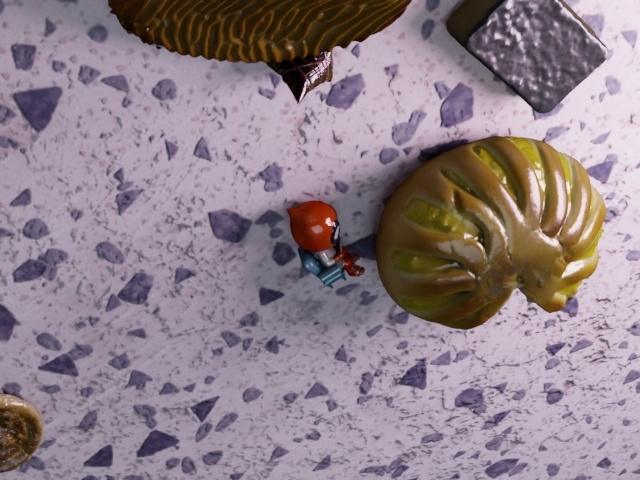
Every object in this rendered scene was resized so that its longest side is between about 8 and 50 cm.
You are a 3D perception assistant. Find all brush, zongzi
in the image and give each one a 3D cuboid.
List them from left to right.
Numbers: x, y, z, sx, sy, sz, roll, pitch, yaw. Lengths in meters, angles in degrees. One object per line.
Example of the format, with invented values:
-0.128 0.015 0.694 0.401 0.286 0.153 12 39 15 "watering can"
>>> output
-0.030 -0.206 1.239 0.083 0.073 0.067 -47 160 -27 "zongzi"
0.261 -0.250 1.299 0.197 0.059 0.123 30 112 -37 "brush"

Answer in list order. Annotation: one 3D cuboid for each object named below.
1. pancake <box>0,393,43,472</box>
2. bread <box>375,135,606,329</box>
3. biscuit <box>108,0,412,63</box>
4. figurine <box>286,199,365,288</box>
-0.472 0.279 1.493 0.158 0.028 0.158 -9 129 -12 "pancake"
0.242 0.002 1.438 0.333 0.160 0.333 -11 130 -13 "bread"
-0.057 -0.252 1.073 0.318 0.040 0.318 -5 168 -1 "biscuit"
0.000 0.000 1.412 0.075 0.068 0.140 -27 127 7 "figurine"
